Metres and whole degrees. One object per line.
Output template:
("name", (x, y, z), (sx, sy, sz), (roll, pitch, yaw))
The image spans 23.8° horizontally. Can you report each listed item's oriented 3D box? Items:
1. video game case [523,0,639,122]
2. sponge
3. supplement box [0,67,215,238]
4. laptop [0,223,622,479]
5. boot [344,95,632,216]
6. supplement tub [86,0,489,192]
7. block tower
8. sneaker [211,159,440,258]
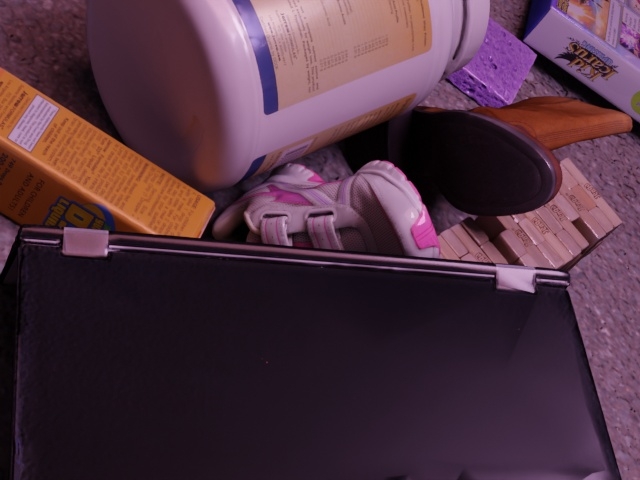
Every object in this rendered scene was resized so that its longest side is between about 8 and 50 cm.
("video game case", (0.372, -0.255, 1.849), (0.244, 0.061, 0.269), (34, 36, -10))
("sponge", (0.140, -0.235, 1.702), (0.210, 0.031, 0.117), (37, 43, -6))
("supplement box", (-0.209, -0.048, 1.257), (0.233, 0.078, 0.080), (31, 43, -10))
("laptop", (-0.028, 0.125, 1.050), (0.381, 0.408, 0.236), (6, 81, -14))
("boot", (0.208, -0.090, 1.504), (0.280, 0.264, 0.096), (-9, 100, -38))
("supplement tub", (-0.025, -0.194, 1.365), (0.316, 0.228, 0.228), (-25, 71, -33))
("block tower", (0.156, 0.029, 1.447), (0.335, 0.091, 0.097), (-27, 73, -45))
("sneaker", (0.000, 0.000, 1.286), (0.111, 0.252, 0.103), (-34, 109, -30))
